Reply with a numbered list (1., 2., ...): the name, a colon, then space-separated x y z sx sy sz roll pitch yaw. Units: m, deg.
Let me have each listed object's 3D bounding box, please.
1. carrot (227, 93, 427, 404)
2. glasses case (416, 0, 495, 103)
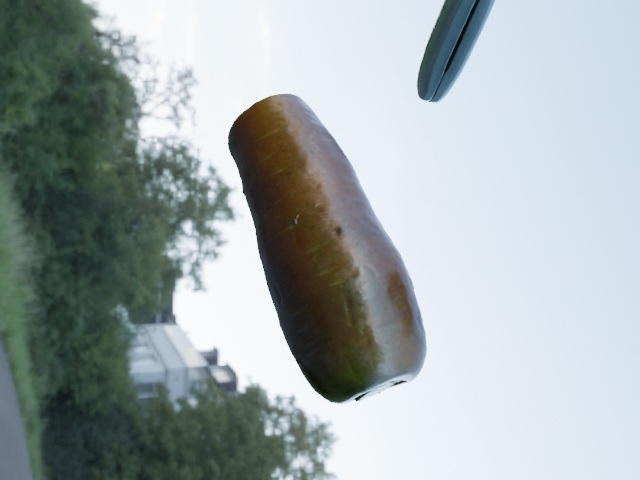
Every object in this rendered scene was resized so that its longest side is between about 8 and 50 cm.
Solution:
1. carrot: 0.000 0.000 0.479 0.193 0.087 0.087 68 -29 19
2. glasses case: 0.140 -0.222 0.808 0.067 0.045 0.178 -86 -165 -53
